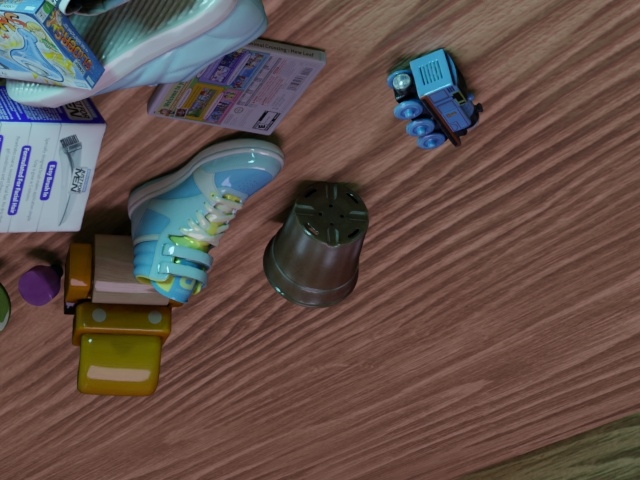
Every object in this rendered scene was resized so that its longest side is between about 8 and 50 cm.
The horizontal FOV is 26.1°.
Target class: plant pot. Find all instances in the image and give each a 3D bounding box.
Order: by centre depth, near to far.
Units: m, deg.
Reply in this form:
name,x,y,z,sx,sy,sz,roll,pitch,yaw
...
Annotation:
name,x,y,z,sx,sy,sz,roll,pitch,yaw
plant pot,0.000,0.000,2.276,0.167,0.167,0.165,2,147,-13

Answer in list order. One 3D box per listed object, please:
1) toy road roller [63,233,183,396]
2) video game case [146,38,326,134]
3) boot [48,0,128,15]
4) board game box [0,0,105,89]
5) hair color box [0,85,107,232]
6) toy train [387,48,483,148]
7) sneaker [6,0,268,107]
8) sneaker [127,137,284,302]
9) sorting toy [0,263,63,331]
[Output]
name,x,y,z,sx,sy,sz,roll,pitch,yaw
toy road roller,-0.338,0.137,2.371,0.203,0.240,0.329,2,164,-13
video game case,-0.121,-0.220,1.941,0.193,0.023,0.212,8,153,-23
boot,-0.310,-0.308,1.542,0.258,0.123,0.095,-16,156,-12
board game box,-0.375,-0.249,1.678,0.201,0.035,0.136,11,150,34
hair color box,-0.480,-0.110,1.876,0.339,0.110,0.185,0,126,-31
toy train,0.167,-0.195,1.972,0.105,0.080,0.184,-19,151,17
sneaker,-0.231,-0.235,1.768,0.366,0.135,0.150,-16,149,26
sneaker,-0.174,-0.019,2.142,0.127,0.208,0.319,22,144,-40
sorting toy,-0.615,0.104,2.487,0.366,0.127,0.126,-16,-167,19
